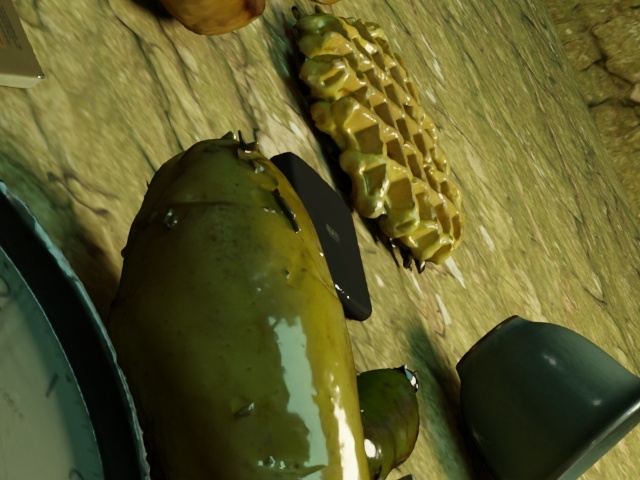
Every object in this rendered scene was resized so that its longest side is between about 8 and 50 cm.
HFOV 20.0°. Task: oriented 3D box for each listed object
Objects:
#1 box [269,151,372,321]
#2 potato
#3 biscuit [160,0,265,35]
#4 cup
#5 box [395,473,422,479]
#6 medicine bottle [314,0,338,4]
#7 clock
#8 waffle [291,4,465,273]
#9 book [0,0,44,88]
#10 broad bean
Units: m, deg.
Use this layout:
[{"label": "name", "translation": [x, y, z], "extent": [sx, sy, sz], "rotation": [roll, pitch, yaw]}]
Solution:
[{"label": "box", "translation": [0.000, 0.000, 1.543], "extent": [0.126, 0.027, 0.125], "rotation": [43, 29, -51]}, {"label": "potato", "translation": [-0.049, 0.075, 1.092], "extent": [0.173, 0.140, 0.300], "rotation": [47, 27, -65]}, {"label": "biscuit", "translation": [-0.114, -0.270, 1.459], "extent": [0.274, 0.091, 0.213], "rotation": [53, 22, -76]}, {"label": "cup", "translation": [0.204, 0.150, 1.702], "extent": [0.150, 0.199, 0.199], "rotation": [48, 14, 14]}, {"label": "box", "translation": [0.083, 0.231, 1.422], "extent": [0.079, 0.035, 0.083], "rotation": [37, 32, -55]}, {"label": "medicine bottle", "translation": [0.047, -0.402, 1.910], "extent": [0.238, 0.232, 0.238], "rotation": [55, 19, -28]}, {"label": "clock", "translation": [-0.184, 0.072, 0.838], "extent": [0.313, 0.061, 0.313], "rotation": [53, 21, -30]}, {"label": "waffle", "translation": [0.064, -0.113, 1.830], "extent": [0.329, 0.062, 0.329], "rotation": [52, 21, -30]}, {"label": "book", "translation": [-0.273, -0.191, 1.030], "extent": [0.217, 0.021, 0.310], "rotation": [66, 17, 6]}, {"label": "broad bean", "translation": [0.027, 0.144, 1.341], "extent": [0.077, 0.061, 0.339], "rotation": [57, 16, 4]}]
